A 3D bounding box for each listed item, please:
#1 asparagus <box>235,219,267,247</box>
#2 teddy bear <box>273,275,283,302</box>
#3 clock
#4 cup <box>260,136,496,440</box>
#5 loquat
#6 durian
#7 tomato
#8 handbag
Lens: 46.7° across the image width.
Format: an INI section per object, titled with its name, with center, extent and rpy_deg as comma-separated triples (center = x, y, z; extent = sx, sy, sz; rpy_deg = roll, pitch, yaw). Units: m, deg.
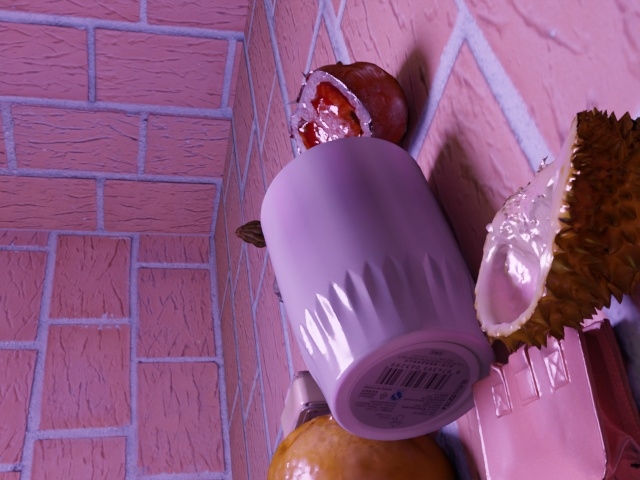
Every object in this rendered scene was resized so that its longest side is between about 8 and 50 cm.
[asparagus]
center = -0.112, -0.014, 1.819
extent = 0.080, 0.287, 0.080
rpy_deg = -3, 85, 35
[teddy bear]
center = 0.006, 0.014, 1.497
extent = 0.171, 0.144, 0.251
rpy_deg = 6, 77, 42
[clock]
center = 0.044, 0.267, 1.167
extent = 0.147, 0.192, 0.071
rpy_deg = 108, 157, -45
[cup]
center = 0.067, 0.055, 0.984
extent = 0.371, 0.253, 0.253
rpy_deg = -107, 23, -48
[loquat]
center = 0.054, 0.372, 1.008
extent = 0.276, 0.276, 0.283
rpy_deg = 171, 97, -75
[durian]
center = 0.218, 0.004, 0.631
extent = 0.249, 0.138, 0.183
rpy_deg = 123, 149, -66
[tomato]
center = 0.060, -0.205, 1.220
extent = 0.180, 0.155, 0.214
rpy_deg = 52, 148, 10
[handbag]
center = 0.228, 0.177, 0.733
extent = 0.212, 0.059, 0.157
rpy_deg = 120, 148, -58
